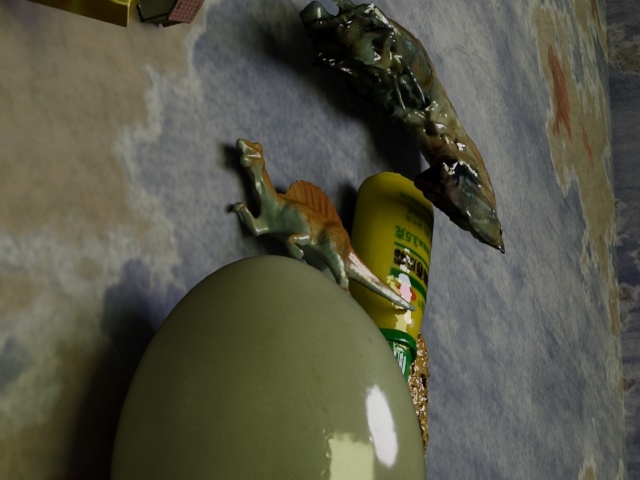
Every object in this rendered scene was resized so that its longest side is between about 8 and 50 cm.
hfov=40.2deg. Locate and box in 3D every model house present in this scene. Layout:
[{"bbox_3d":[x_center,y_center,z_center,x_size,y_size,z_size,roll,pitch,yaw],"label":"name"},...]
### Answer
[{"bbox_3d":[-0.110,-0.195,0.607,0.057,0.058,0.083,-20,101,-63],"label":"model house"}]

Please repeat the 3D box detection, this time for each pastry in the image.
[{"bbox_3d":[0.085,0.156,0.901,0.080,0.056,0.140,59,28,-50],"label":"pastry"}]

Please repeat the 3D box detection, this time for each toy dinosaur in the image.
[{"bbox_3d":[-0.001,0.000,0.762,0.212,0.057,0.142,21,47,-57],"label":"toy dinosaur"}]

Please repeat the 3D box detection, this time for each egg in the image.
[{"bbox_3d":[-0.031,0.129,0.533,0.188,0.188,0.254,34,48,-56],"label":"egg"}]

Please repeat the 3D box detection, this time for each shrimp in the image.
[{"bbox_3d":[0.096,-0.117,0.886,0.445,0.085,0.272,24,39,-64],"label":"shrimp"}]

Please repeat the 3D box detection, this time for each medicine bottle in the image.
[{"bbox_3d":[0.059,0.079,0.847,0.111,0.076,0.309,39,50,-41],"label":"medicine bottle"}]

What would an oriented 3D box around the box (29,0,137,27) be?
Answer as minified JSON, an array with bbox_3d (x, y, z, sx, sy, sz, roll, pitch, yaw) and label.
[{"bbox_3d":[-0.138,-0.202,0.535,0.022,0.089,0.156,117,-12,-58],"label":"box"}]
